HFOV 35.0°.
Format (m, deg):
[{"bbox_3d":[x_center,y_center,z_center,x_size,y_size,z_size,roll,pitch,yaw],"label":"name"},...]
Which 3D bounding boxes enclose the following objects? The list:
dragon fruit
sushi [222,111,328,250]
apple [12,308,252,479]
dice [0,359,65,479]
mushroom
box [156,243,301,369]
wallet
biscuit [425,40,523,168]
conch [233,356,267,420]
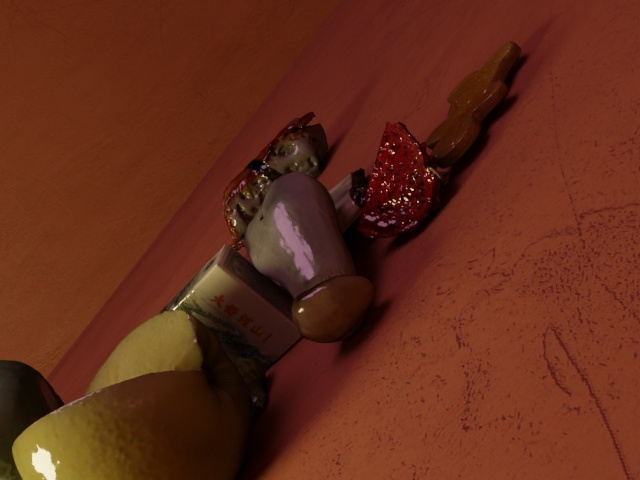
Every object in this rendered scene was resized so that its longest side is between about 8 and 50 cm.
[{"bbox_3d":[0.124,-0.069,1.362,0.106,0.083,0.162,25,103,34],"label":"dragon fruit"},{"bbox_3d":[-0.096,-0.118,2.086,0.332,0.130,0.124,-47,9,-6],"label":"sushi"},{"bbox_3d":[-0.212,0.249,1.277,0.258,0.233,0.295,-32,9,17],"label":"apple"},{"bbox_3d":[-0.511,0.392,1.500,0.318,0.330,0.322,-26,21,-4],"label":"dice"},{"bbox_3d":[-0.018,0.030,1.372,0.328,0.122,0.159,-118,33,-55],"label":"mushroom"},{"bbox_3d":[-0.160,0.147,1.505,0.256,0.164,0.069,-44,14,26],"label":"box"},{"bbox_3d":[-0.001,-0.003,1.614,0.275,0.068,0.335,-45,8,8],"label":"wallet"},{"bbox_3d":[0.214,-0.180,1.432,0.158,0.035,0.240,-39,18,46],"label":"biscuit"},{"bbox_3d":[-0.110,0.213,1.420,0.089,0.074,0.121,-62,33,15],"label":"conch"}]
